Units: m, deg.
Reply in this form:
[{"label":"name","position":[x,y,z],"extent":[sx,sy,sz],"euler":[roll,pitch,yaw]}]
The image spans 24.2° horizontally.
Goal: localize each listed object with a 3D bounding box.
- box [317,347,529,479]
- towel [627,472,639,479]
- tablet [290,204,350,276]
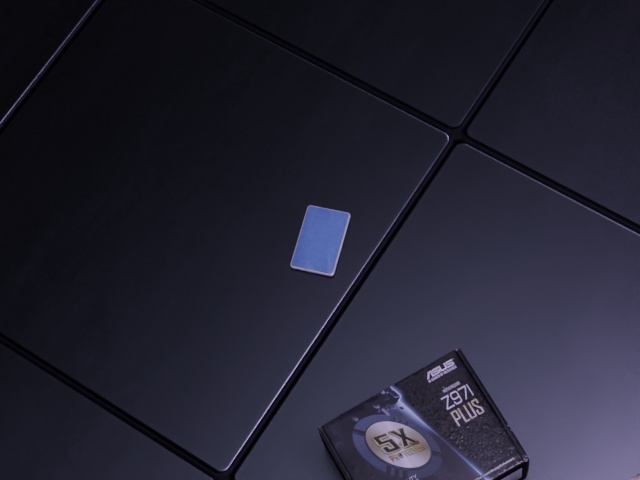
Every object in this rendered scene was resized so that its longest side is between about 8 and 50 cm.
[{"label":"box","position":[0.112,0.229,1.615],"extent":[0.180,0.077,0.147],"euler":[-28,66,-6]},{"label":"towel","position":[0.493,0.308,1.403],"extent":[0.317,0.053,0.332],"euler":[-31,90,33]},{"label":"tablet","position":[0.000,0.000,1.765],"extent":[0.054,0.006,0.083],"euler":[12,68,12]}]
